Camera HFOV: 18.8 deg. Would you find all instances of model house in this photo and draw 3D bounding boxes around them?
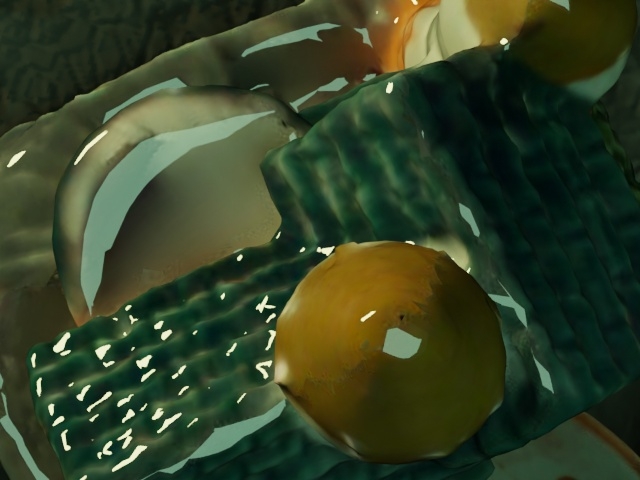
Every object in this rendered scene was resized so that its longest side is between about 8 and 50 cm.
[{"bbox_3d":[0.000,0.000,0.629,0.271,0.301,0.190,-23,87,-5],"label":"model house"}]

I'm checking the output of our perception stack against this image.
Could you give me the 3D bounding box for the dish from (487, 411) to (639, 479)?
[{"bbox_3d":[0.028,0.180,0.760,0.260,0.085,0.260,-4,64,8],"label":"dish"}]
